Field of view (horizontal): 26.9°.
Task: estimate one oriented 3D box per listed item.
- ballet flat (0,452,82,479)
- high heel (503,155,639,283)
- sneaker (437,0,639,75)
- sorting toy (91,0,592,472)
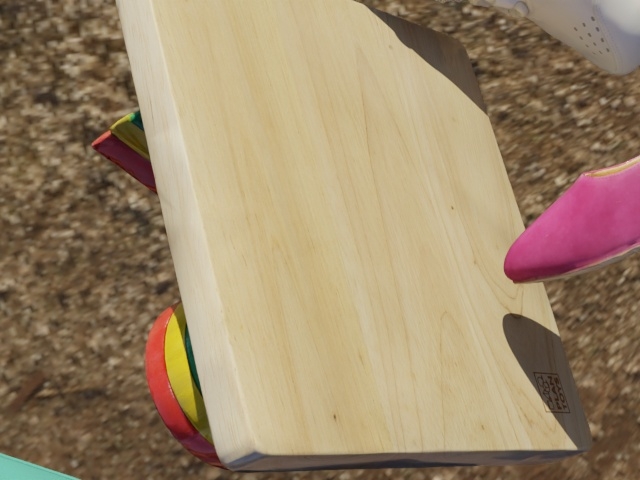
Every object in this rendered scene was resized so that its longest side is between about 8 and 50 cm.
[{"bbox_3d":[-0.125,0.242,0.904,0.483,0.164,0.182,5,100,9],"label":"ballet flat"},{"bbox_3d":[0.172,-0.075,0.639,0.244,0.082,0.117,-32,91,25],"label":"high heel"},{"bbox_3d":[0.069,-0.182,0.768,0.297,0.111,0.129,36,82,-14],"label":"sneaker"},{"bbox_3d":[0.000,0.000,0.690,0.089,0.255,0.257,-30,64,36],"label":"sorting toy"}]
